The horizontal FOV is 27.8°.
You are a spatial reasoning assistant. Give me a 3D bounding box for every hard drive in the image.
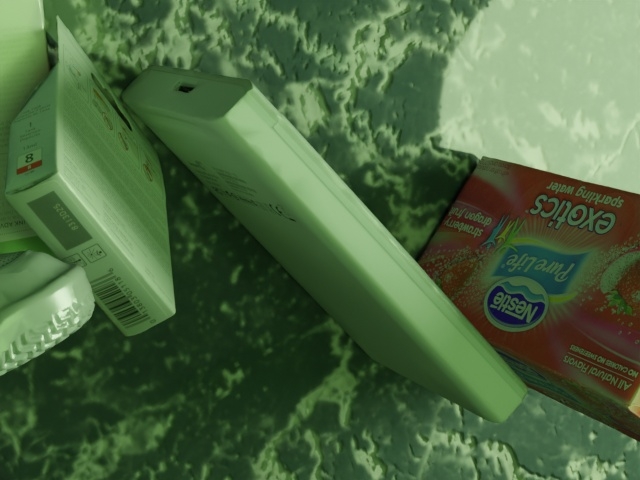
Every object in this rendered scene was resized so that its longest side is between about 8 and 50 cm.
[{"bbox_3d":[0.000,0.000,0.934,0.040,0.203,0.307,-49,117,-10],"label":"hard drive"}]

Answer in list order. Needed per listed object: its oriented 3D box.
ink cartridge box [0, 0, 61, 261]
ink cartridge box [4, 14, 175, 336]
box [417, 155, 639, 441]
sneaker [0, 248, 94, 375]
[{"bbox_3d":[-0.263,-0.056,0.876,0.171,0.056,0.235,-11,107,-24],"label":"ink cartridge box"},{"bbox_3d":[-0.154,-0.046,0.865,0.045,0.179,0.145,-26,131,9],"label":"ink cartridge box"},{"bbox_3d":[0.214,0.052,0.997,0.142,0.300,0.154,35,85,-30],"label":"box"},{"bbox_3d":[-0.325,-0.008,0.756,0.366,0.137,0.210,-7,101,5],"label":"sneaker"}]
